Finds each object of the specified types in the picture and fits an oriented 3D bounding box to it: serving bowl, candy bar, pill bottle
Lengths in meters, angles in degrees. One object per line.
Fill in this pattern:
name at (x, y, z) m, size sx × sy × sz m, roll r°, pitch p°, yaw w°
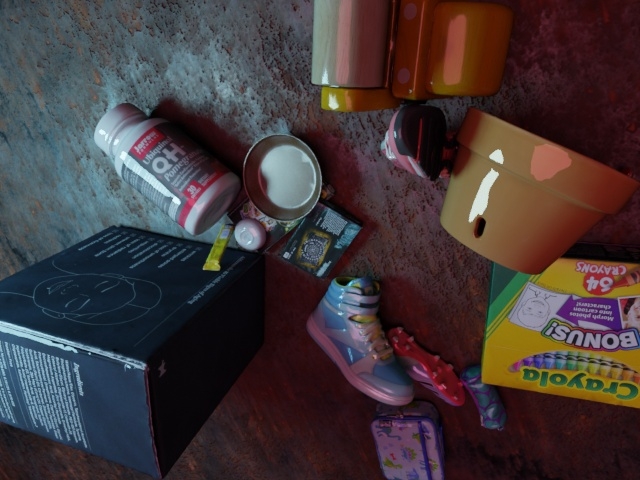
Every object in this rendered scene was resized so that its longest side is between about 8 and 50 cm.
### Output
serving bowl at (-0.176, -0.012, 1.126) m, size 0.083 × 0.027 × 0.083 m, roll 7°, pitch 113°, yaw 16°
candy bar at (-0.244, 0.013, 1.122) m, size 0.040 × 0.161 × 0.018 m, roll 4°, pitch 132°, yaw 7°
pill bottle at (-0.360, -0.173, 1.075) m, size 0.318 × 0.176 × 0.176 m, roll 38°, pitch 118°, yaw 2°

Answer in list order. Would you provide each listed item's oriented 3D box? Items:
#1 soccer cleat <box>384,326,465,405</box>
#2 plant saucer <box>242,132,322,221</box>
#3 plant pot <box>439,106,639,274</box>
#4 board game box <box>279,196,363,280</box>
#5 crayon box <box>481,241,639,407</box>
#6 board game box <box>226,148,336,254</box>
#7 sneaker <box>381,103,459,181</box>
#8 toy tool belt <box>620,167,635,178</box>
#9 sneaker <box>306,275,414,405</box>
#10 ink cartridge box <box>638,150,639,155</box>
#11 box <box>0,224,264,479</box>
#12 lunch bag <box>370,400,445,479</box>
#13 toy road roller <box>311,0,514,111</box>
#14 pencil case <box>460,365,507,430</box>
soccer cleat at (0.241, 0.312, 1.113) m, size 0.248 × 0.083 × 0.095 m, roll 41°, pitch 133°, yaw 1°
plant saucer at (-0.082, -0.141, 1.034) m, size 0.198 × 0.036 × 0.199 m, roll 7°, pitch 108°, yaw 22°
plant pot at (0.341, -0.078, 0.792) m, size 0.291 × 0.291 × 0.203 m, roll 28°, pitch 112°, yaw 7°
board game box at (0.000, 0.000, 1.084) m, size 0.126 × 0.026 × 0.186 m, roll 31°, pitch 121°, yaw -7°
crayon box at (0.530, 0.165, 0.931) m, size 0.363 × 0.106 × 0.313 m, roll 5°, pitch 112°, yaw 18°
board game box at (-0.099, -0.088, 1.101) m, size 0.259 × 0.030 × 0.136 m, roll -37°, pitch 93°, yaw 27°
sneaker at (0.162, -0.164, 0.831) m, size 0.136 × 0.314 × 0.116 m, roll 10°, pitch 94°, yaw 27°
toy tool belt at (0.559, -0.095, 0.860) m, size 0.051 × 0.052 × 0.083 m, roll 21°, pitch 124°, yaw -24°
sneaker at (0.110, 0.204, 1.040) m, size 0.319 × 0.127 × 0.208 m, roll 37°, pitch 117°, yaw 31°
ink cartridge box at (0.614, -0.111, 0.819) m, size 0.029 × 0.063 × 0.115 m, roll -26°, pitch 100°, yaw 27°
box at (-0.442, 0.208, 1.083) m, size 0.471 × 0.480 × 0.297 m, roll 9°, pitch 115°, yaw 17°
lunch bag at (0.233, 0.523, 1.188) m, size 0.176 × 0.090 × 0.219 m, roll -5°, pitch 109°, yaw 18°
toy road roller at (0.162, -0.319, 0.754) m, size 0.240 × 0.329 × 0.202 m, roll 19°, pitch 117°, yaw 36°
pencil case at (0.387, 0.372, 1.085) m, size 0.070 × 0.064 × 0.152 m, roll -29°, pitch 100°, yaw -16°
